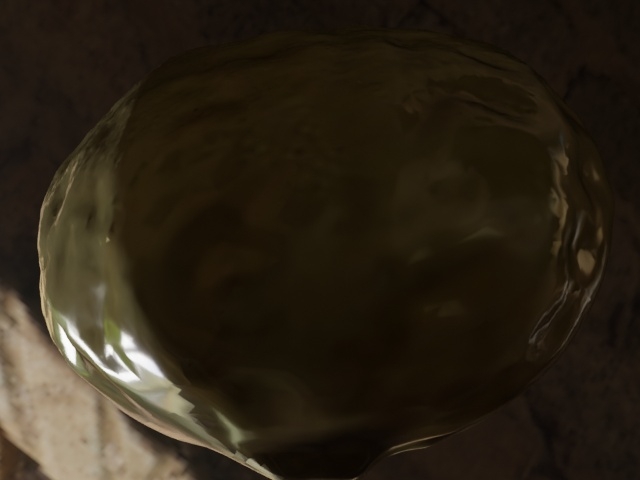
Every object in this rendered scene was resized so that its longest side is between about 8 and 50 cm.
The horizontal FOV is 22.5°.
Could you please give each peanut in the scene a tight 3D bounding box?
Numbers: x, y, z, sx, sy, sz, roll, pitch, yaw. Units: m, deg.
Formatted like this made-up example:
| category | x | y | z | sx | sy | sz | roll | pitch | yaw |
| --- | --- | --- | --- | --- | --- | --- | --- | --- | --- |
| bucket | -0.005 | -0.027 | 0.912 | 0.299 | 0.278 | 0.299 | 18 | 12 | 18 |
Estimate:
| category | x | y | z | sx | sy | sz | roll | pitch | yaw |
| --- | --- | --- | --- | --- | --- | --- | --- | --- | --- |
| peanut | 0.000 | 0.000 | 0.405 | 0.140 | 0.109 | 0.159 | 5 | -176 | -11 |
